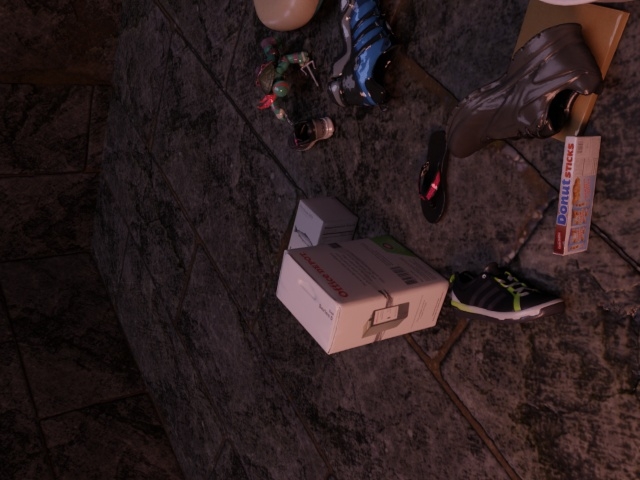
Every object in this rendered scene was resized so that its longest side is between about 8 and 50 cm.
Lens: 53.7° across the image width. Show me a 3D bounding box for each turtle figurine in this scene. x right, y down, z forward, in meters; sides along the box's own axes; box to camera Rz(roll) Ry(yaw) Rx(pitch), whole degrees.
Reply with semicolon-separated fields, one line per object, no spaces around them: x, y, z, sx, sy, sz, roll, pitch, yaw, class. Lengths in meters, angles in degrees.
-0.099;-0.397;1.541;0.175;0.118;0.234;-54;40;27;turtle figurine

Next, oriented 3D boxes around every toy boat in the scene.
-0.064;-0.649;1.436;0.268;0.148;0.317;11;114;59;toy boat

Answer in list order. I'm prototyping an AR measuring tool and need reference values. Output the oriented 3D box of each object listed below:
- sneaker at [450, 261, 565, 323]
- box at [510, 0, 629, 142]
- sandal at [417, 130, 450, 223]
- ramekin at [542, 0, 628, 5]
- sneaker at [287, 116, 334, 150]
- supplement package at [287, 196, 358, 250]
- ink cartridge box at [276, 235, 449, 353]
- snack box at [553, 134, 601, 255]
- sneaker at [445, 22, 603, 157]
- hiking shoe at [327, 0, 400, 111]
0.304;0.086;1.086;0.235;0.084;0.097;-4;92;55;sneaker
0.365;-0.268;0.980;0.164;0.021;0.201;40;128;44;box
0.212;-0.121;1.214;0.067;0.040;0.179;22;115;51;sandal
0.382;-0.445;0.820;0.277;0.135;0.277;16;110;52;ramekin
-0.043;-0.257;1.522;0.170;0.075;0.063;-11;88;56;sneaker
0.000;0.000;1.488;0.105;0.105;0.179;45;131;42;supplement package
0.080;0.096;1.244;0.198;0.273;0.114;42;130;43;ink cartridge box
0.386;-0.068;0.952;0.022;0.064;0.178;18;112;51;snack box
0.304;-0.198;0.978;0.286;0.109;0.130;-44;67;52;sneaker
0.106;-0.418;1.279;0.132;0.113;0.303;11;101;23;hiking shoe
